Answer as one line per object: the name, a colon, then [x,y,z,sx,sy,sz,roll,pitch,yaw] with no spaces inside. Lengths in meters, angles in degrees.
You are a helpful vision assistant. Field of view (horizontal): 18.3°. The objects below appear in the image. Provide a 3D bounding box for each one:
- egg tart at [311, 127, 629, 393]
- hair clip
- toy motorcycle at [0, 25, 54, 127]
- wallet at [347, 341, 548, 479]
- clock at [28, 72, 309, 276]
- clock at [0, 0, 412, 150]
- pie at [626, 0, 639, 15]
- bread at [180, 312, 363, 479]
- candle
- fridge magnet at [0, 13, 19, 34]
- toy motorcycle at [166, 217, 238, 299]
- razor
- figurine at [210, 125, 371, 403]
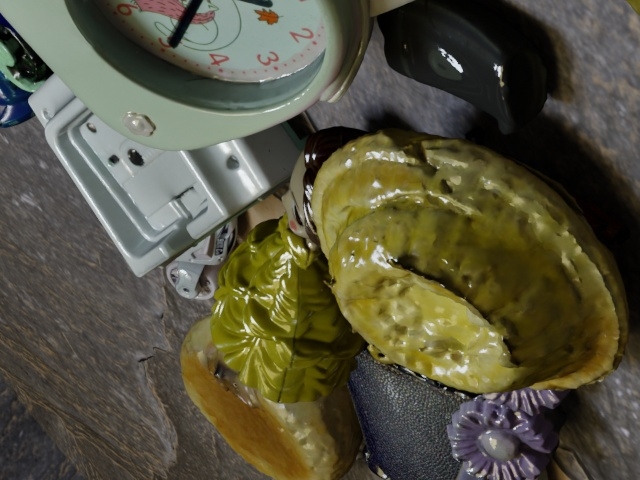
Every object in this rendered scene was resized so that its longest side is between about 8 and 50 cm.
egg tart: [0.109,0.038,1.605,0.290,0.115,0.290,26,150,17]
hair clip: [0.175,0.142,1.802,0.106,0.084,0.292,19,139,7]
toy motorcycle: [-0.409,-0.244,2.287,0.331,0.125,0.196,34,152,33]
wallet: [0.131,0.193,2.033,0.262,0.071,0.221,29,145,37]
clock: [-0.164,-0.101,1.951,0.231,0.116,0.262,53,139,-5]
clock: [-0.084,-0.202,1.507,0.324,0.109,0.265,-11,132,35]
pie: [0.177,-0.251,1.180,0.306,0.071,0.306,42,161,18]
bread: [-0.042,0.163,2.223,0.244,0.134,0.244,39,153,24]
candle: [0.175,-0.044,1.588,0.167,0.026,0.021,37,151,31]
fridge magnet: [-0.346,-0.326,2.039,0.265,0.112,0.265,42,158,22]
toy motorcycle: [-0.138,-0.027,2.167,0.112,0.112,0.254,34,152,35]
razor: [0.109,-0.145,1.513,0.148,0.054,0.090,32,153,37]
figurine: [-0.004,-0.001,1.835,0.168,0.187,0.315,29,151,6]
